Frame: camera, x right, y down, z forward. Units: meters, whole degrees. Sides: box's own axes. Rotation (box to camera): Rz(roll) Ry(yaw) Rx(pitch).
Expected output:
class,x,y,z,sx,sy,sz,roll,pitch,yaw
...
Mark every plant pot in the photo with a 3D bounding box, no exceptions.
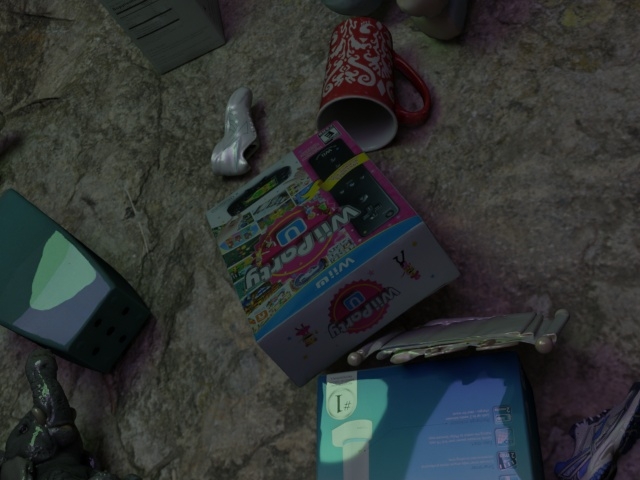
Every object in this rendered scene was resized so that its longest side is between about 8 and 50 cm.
class,x,y,z,sx,sy,sz,roll,pitch,yaw
plant pot,-0.370,0.072,1.135,0.234,0.166,0.165,28,76,28

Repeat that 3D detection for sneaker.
class,x,y,z,sx,sy,sz,roll,pitch,yaw
sneaker,-0.118,-0.163,1.227,0.061,0.054,0.152,5,69,17
sneaker,0.283,0.194,0.818,0.058,0.052,0.135,28,76,39

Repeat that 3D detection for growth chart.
class,x,y,z,sx,sy,sz,roll,pitch,yaw
growth chart,0.146,0.102,0.852,0.237,0.172,0.021,-10,93,33

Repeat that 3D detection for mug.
class,x,y,z,sx,sy,sz,roll,pitch,yaw
mug,0.070,-0.218,1.152,0.113,0.150,0.169,-41,36,46

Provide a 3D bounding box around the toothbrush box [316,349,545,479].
class,x,y,z,sx,sy,sz,roll,pitch,yaw
toothbrush box,0.114,0.278,0.799,0.216,0.126,0.296,-11,57,17

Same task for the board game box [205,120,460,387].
class,x,y,z,sx,sy,sz,roll,pitch,yaw
board game box,0.000,0.000,0.987,0.224,0.097,0.303,-36,35,3

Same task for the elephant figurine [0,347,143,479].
class,x,y,z,sx,sy,sz,roll,pitch,yaw
elephant figurine,-0.331,0.288,0.993,0.239,0.169,0.186,32,57,33

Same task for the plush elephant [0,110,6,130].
class,x,y,z,sx,sy,sz,roll,pitch,yaw
plush elephant,-0.657,-0.065,1.295,0.255,0.271,0.330,35,108,50

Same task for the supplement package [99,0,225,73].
class,x,y,z,sx,sy,sz,roll,pitch,yaw
supplement package,-0.277,-0.421,1.331,0.133,0.244,0.139,-23,55,12

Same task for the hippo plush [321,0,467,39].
class,x,y,z,sx,sy,sz,roll,pitch,yaw
hippo plush,0.102,-0.444,1.172,0.236,0.234,0.294,11,67,30

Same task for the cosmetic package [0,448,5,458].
class,x,y,z,sx,sy,sz,roll,pitch,yaw
cosmetic package,-0.493,0.285,1.017,0.117,0.231,0.086,-7,59,22
